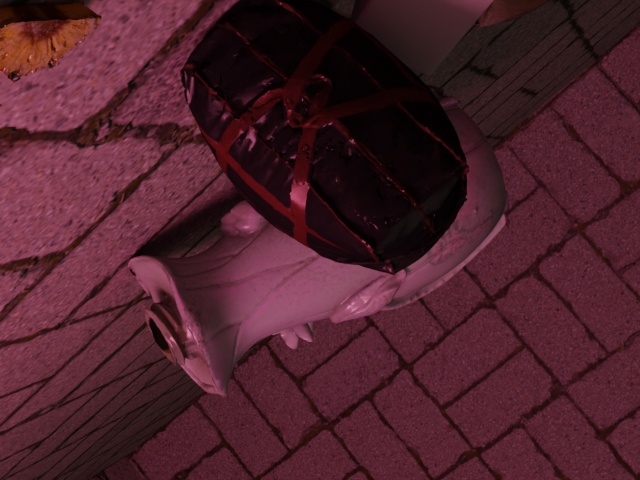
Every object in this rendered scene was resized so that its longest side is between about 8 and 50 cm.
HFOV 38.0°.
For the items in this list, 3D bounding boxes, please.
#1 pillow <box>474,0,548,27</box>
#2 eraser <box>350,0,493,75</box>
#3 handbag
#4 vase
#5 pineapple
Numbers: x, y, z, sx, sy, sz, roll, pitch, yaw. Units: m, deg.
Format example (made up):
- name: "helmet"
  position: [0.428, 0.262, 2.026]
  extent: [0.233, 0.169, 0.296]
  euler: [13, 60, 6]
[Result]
- name: "pillow"
  position: [0.233, -0.307, 0.906]
  extent: [0.185, 0.075, 0.302]
  euler: [-37, 172, 1]
- name: "eraser"
  position: [0.125, -0.244, 0.647]
  extent: [0.298, 0.078, 0.076]
  euler: [-47, -157, 51]
- name: "handbag"
  position: [0.007, -0.076, 0.696]
  extent: [0.155, 0.215, 0.169]
  euler: [-47, 168, -3]
- name: "vase"
  position: [0.000, 0.000, 1.102]
  extent: [0.446, 0.250, 0.250]
  euler: [-31, 171, -20]
- name: "pineapple"
  position: [-0.154, -0.105, 0.485]
  extent: [0.083, 0.019, 0.045]
  euler: [-28, 161, -52]
